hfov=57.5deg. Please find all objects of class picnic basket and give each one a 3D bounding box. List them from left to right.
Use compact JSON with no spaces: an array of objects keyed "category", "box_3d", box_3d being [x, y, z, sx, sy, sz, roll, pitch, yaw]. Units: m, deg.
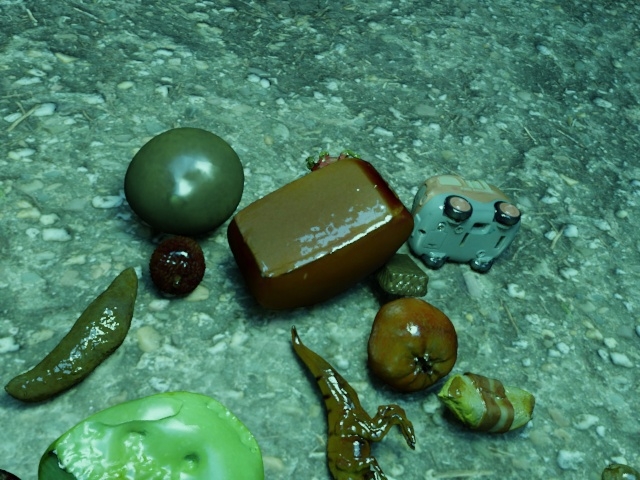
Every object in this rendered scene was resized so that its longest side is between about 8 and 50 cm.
[{"category":"picnic basket","box_3d":[0.181,0.072,1.356,0.110,0.054,0.193,7,17,-11]}]

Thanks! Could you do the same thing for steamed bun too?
[{"category":"steamed bun","box_3d":[0.000,0.000,1.288,0.380,0.248,0.235,-27,66,-11]}]

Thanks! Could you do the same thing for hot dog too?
[{"category":"hot dog","box_3d":[0.343,0.350,1.241,0.262,0.093,0.123,20,41,-21]}]

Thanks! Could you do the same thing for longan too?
[{"category":"longan","box_3d":[-0.296,-0.128,1.299,0.258,0.258,0.258,8,52,-11]}]

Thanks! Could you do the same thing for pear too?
[{"category":"pear","box_3d":[-0.236,0.404,0.936,0.342,0.238,0.318,51,41,7]}]

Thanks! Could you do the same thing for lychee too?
[{"category":"lychee","box_3d":[-0.302,0.050,1.250,0.123,0.123,0.129,23,38,0]}]

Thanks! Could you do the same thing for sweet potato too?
[{"category":"sweet potato","box_3d":[-0.438,0.179,1.127,0.114,0.092,0.341,18,48,18]}]

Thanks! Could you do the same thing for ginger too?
[{"category":"ginger","box_3d":[0.677,0.545,1.204,0.104,0.080,0.204,-33,71,-28]}]

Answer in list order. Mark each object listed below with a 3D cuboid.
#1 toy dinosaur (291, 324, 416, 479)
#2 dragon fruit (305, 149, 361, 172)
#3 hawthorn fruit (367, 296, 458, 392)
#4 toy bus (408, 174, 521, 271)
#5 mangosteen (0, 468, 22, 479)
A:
[{"category":"toy dinosaur","box_3d":[0.078,0.357,1.155,0.208,0.097,0.432,-7,52,-10]},{"category":"dragon fruit","box_3d":[0.040,-0.152,1.483,0.172,0.167,0.160,18,88,35]},{"category":"hawthorn fruit","box_3d":[0.191,0.208,1.264,0.197,0.196,0.225,6,25,-13]},{"category":"toy bus","box_3d":[0.360,-0.068,1.501,0.288,0.194,0.232,6,45,-13]},{"category":"mangosteen","box_3d":[-0.520,0.450,0.841,0.216,0.216,0.216,8,52,-11]}]
